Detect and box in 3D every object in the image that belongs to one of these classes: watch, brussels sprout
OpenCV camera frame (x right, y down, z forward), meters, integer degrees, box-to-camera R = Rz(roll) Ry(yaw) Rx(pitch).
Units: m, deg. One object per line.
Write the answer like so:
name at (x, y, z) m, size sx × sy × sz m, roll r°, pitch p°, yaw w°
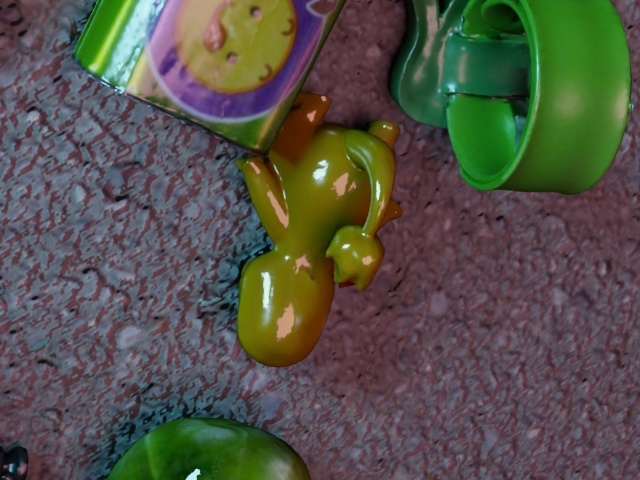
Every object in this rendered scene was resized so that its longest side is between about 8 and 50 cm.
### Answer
watch at (0.125, -0.115, 0.989) m, size 0.131 × 0.152 × 0.165 m, roll 4°, pitch 109°, yaw -20°
brussels sprout at (-0.071, 0.182, 1.038) m, size 0.155 × 0.117 × 0.155 m, roll -10°, pitch 133°, yaw -11°

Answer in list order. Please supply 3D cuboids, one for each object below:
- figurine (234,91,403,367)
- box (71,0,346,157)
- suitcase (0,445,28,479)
figurine at (0.001, 0.003, 0.997) m, size 0.121 × 0.122 × 0.176 m, roll 16°, pitch 101°, yaw -29°
box at (-0.011, -0.230, 0.921) m, size 0.134 × 0.097 × 0.346 m, roll 24°, pitch 98°, yaw -27°
suitcase at (-0.312, 0.295, 0.966) m, size 0.229 × 0.152 × 0.335 m, roll 10°, pitch 106°, yaw -24°
